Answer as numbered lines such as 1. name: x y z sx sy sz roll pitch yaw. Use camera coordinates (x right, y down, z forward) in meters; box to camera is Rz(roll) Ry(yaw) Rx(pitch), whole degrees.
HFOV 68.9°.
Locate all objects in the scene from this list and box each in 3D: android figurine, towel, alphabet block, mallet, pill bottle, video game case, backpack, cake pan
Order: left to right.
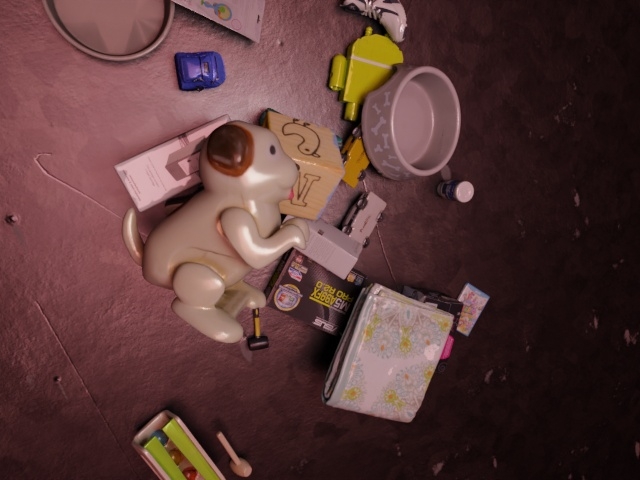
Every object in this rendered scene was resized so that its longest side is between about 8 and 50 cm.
1. cake pan: -0.502 -0.580 1.114 0.292 0.054 0.294 -4 102 -19
2. backpack: -0.303 -0.432 1.193 0.120 0.101 0.098 -11 111 -22
3. mallet: -0.182 0.238 1.404 0.062 0.039 0.190 3 96 -20
4. alphabet block: -0.073 -0.194 1.241 0.196 0.193 0.194 10 134 -22
5. android figurine: 0.147 -0.480 1.373 0.247 0.056 0.273 5 99 -21
6. towel: 0.205 0.341 1.377 0.320 0.090 0.375 22 92 -21
7. pill bottle: 0.431 -0.162 1.504 0.066 0.120 0.067 -4 102 -19
8. video game case: 0.527 0.249 1.677 0.119 0.015 0.167 30 89 -22

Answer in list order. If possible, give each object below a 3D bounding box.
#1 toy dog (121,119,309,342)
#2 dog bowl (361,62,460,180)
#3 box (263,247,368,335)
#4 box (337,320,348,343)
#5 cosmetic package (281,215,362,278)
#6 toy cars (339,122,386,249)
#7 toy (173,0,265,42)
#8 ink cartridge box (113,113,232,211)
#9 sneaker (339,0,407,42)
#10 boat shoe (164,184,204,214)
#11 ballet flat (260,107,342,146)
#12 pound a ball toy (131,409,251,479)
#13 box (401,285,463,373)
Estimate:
1. toy dog: -0.201 -0.059 1.032 0.395 0.284 0.408 30 104 10
2. dog bowl: 0.281 -0.346 1.371 0.348 0.102 0.350 -9 105 -37
3. box: -0.015 0.145 1.432 0.269 0.060 0.217 28 89 -22
4. box: 0.164 0.316 1.484 0.179 0.147 0.078 5 98 -22
5. cosmetic package: 0.000 0.000 1.329 0.231 0.117 0.086 31 114 0
6. toy cars: 0.107 -0.157 1.408 0.176 0.087 0.395 -15 110 -29
7. toy: -0.262 -0.604 1.188 0.237 0.056 0.137 15 74 -36
8. ink cartridge box: -0.345 -0.196 1.164 0.289 0.211 0.122 -29 107 -14
9. sneaker: 0.135 -0.650 1.307 0.152 0.094 0.235 -25 98 -8
10. boat shoe: -0.309 -0.115 1.277 0.232 0.084 0.079 -13 67 -11
11. ballet flat: -0.060 -0.295 1.330 0.247 0.083 0.087 17 118 -22
12. pound a ball toy: -0.376 0.635 1.375 0.208 0.135 0.319 -42 114 -35
13. box: 0.340 0.293 1.549 0.163 0.142 0.248 12 95 -21
